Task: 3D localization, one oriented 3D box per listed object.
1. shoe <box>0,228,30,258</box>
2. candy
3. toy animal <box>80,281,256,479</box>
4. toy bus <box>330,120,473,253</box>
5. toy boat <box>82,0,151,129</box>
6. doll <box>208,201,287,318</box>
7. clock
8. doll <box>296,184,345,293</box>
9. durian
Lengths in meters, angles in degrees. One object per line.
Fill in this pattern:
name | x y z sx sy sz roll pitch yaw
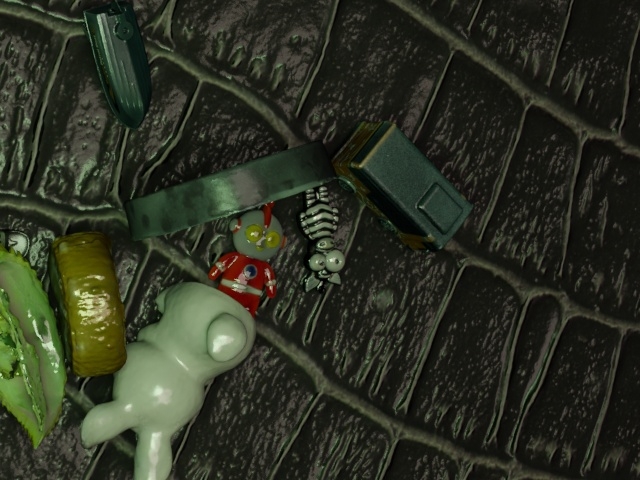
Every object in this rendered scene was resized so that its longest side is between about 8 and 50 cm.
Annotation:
shoe | -0.600 0.017 1.873 0.179 0.049 0.071 -1 94 -24
candy | -0.404 0.112 1.856 0.118 0.260 0.260 -10 96 -16
toy animal | -0.272 0.255 1.927 0.196 0.241 0.367 42 76 -18
toy bus | 0.164 -0.106 2.149 0.275 0.167 0.138 44 75 -20
toy boat | -0.366 -0.320 1.950 0.093 0.103 0.246 -28 117 -35
doll | -0.134 0.033 2.072 0.142 0.076 0.245 21 88 -24
clock | -0.161 -0.090 1.888 0.386 0.386 0.076 -19 95 -22
doll | 0.000 0.000 2.134 0.091 0.067 0.219 -9 98 -28
durian | -0.522 0.165 1.849 0.157 0.169 0.355 -23 108 -23
